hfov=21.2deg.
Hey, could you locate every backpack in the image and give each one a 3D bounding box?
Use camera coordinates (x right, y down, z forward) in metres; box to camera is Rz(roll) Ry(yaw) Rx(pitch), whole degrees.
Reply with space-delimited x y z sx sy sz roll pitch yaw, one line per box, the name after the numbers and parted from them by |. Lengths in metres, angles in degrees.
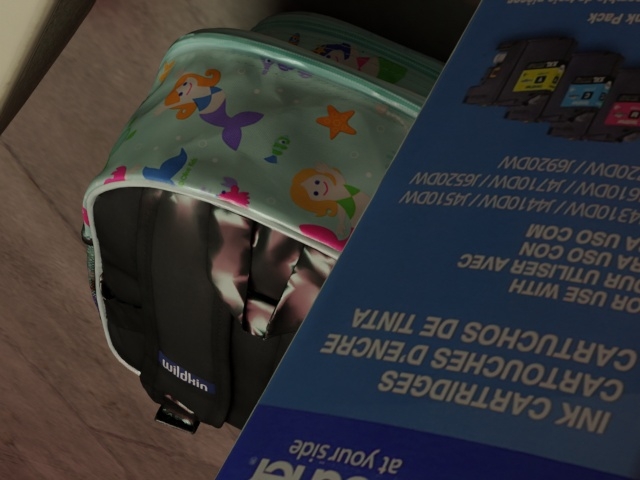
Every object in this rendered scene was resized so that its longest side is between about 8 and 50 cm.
0.000 0.000 0.853 0.225 0.191 0.253 24 161 9 | backpack

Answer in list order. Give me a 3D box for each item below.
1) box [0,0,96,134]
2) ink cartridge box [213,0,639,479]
-0.153 -0.159 0.792 0.121 0.148 0.311 35 153 -7 | box
0.126 0.075 0.615 0.151 0.395 0.270 8 146 40 | ink cartridge box
